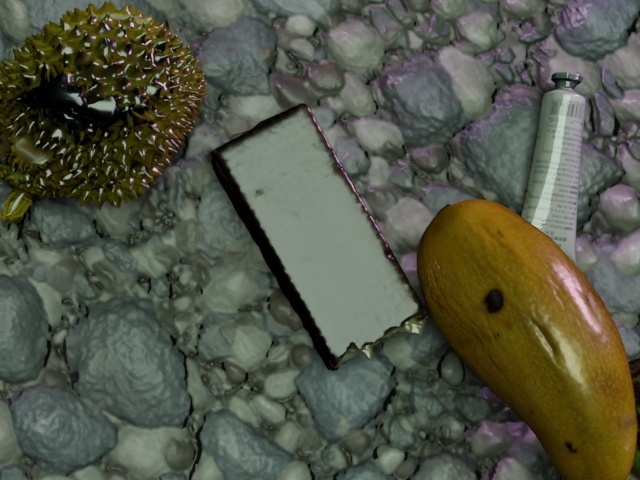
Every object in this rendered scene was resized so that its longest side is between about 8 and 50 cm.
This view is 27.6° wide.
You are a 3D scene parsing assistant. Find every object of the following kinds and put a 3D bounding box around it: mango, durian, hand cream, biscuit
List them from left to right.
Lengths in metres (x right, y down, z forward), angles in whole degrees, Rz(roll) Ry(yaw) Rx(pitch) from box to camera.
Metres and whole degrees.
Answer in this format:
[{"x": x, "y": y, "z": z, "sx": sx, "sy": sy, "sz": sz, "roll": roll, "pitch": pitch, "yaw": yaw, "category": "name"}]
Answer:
[{"x": -0.221, "y": -0.118, "z": 1.194, "sx": 0.193, "sy": 0.138, "sz": 0.237, "roll": 32, "pitch": 81, "yaw": -1, "category": "durian"}, {"x": 0.000, "y": 0.000, "z": 1.233, "sx": 0.106, "sy": 0.070, "sz": 0.252, "roll": -30, "pitch": 86, "yaw": -8, "category": "biscuit"}, {"x": 0.196, "y": 0.085, "z": 1.173, "sx": 0.120, "sy": 0.177, "sz": 0.295, "roll": -31, "pitch": 66, "yaw": -16, "category": "mango"}, {"x": 0.231, "y": -0.068, "z": 1.285, "sx": 0.067, "sy": 0.042, "sz": 0.195, "roll": 9, "pitch": 86, "yaw": -12, "category": "hand cream"}]

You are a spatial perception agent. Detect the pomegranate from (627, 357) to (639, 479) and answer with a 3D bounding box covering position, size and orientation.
[{"x": 0.311, "y": 0.185, "z": 1.226, "sx": 0.138, "sy": 0.163, "sz": 0.125, "roll": 39, "pitch": 40, "yaw": 5, "category": "pomegranate"}]
